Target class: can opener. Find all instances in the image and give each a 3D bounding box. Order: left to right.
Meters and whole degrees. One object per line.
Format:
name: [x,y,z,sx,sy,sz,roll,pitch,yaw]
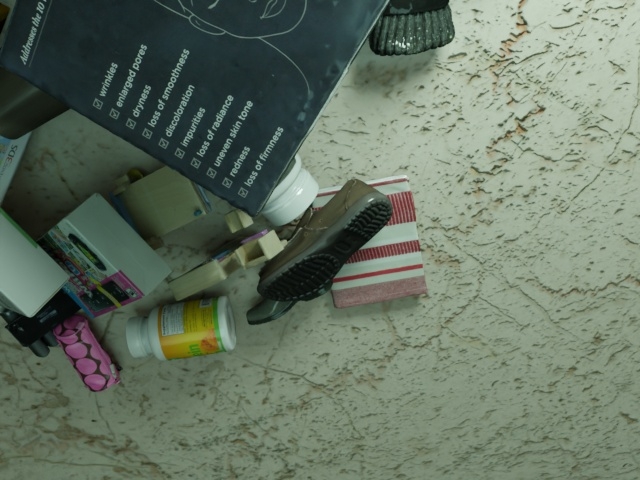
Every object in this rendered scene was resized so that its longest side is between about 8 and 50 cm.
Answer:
can opener: [-0.749,0.168,1.700,0.093,0.074,0.280,-6,126,41]

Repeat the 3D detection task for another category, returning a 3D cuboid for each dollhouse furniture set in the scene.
dollhouse furniture set: [-0.251,-0.070,1.529,0.286,0.198,0.303,-24,98,25]

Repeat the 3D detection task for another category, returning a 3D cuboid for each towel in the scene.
towel: [0.117,0.008,1.662,0.237,0.037,0.329,-10,119,5]

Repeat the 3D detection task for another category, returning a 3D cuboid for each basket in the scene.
basket: [-0.552,-0.314,1.345,0.227,0.154,0.204,-36,97,9]

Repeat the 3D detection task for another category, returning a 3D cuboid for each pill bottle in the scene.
pill bottle: [-0.339,0.220,1.702,0.246,0.136,0.136,-9,121,2]
pill bottle: [-0.144,-0.171,1.467,0.161,0.161,0.283,-35,116,17]

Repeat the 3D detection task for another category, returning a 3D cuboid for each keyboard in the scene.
keyboard: [-0.668,0.167,1.677,0.180,0.023,0.108,-38,126,-15]

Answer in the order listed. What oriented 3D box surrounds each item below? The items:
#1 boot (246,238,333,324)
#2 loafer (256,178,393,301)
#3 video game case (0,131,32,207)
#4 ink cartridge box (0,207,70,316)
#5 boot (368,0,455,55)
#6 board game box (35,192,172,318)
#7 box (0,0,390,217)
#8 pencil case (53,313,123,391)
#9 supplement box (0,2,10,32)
boot: [-0.105,0.090,1.686,0.247,0.083,0.161,-29,105,15]
loafer: [0.000,0.000,1.571,0.366,0.130,0.134,-39,138,12]
video game case: [-0.722,-0.189,1.413,0.212,0.023,0.193,23,88,-19]
ink cartridge box: [-0.699,0.039,1.490,0.289,0.121,0.211,4,138,49]
boot: [0.242,-0.501,1.307,0.348,0.131,0.260,-8,114,14]
board game box: [-0.486,0.043,1.505,0.224,0.097,0.303,50,145,-15]
box: [-0.167,-0.382,1.098,0.472,0.297,0.480,31,120,-8]
pencil case: [-0.583,0.283,1.754,0.098,0.095,0.209,4,130,36]
supplement box: [-0.706,-0.364,1.305,0.129,0.191,0.194,27,115,-18]
